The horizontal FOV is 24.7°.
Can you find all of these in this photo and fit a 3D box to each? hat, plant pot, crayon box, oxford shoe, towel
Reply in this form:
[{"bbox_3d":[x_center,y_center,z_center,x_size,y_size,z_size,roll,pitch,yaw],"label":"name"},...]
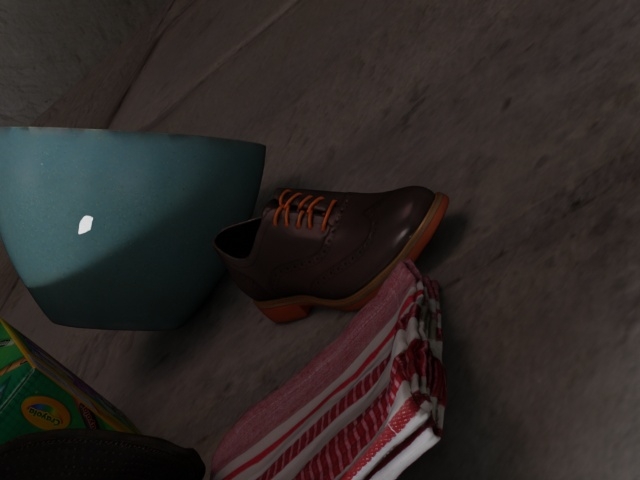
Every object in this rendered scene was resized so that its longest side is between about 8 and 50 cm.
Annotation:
[{"bbox_3d":[-0.213,0.278,1.059,0.331,0.331,0.134,-42,58,19],"label":"hat"},{"bbox_3d":[-0.206,-0.009,1.511,0.290,0.290,0.196,-175,88,-67],"label":"plant pot"},{"bbox_3d":[-0.243,0.168,1.345,0.081,0.165,0.278,-51,19,-7],"label":"crayon box"},{"bbox_3d":[0.000,0.000,1.237,0.271,0.098,0.097,-24,30,50],"label":"oxford shoe"},{"bbox_3d":[-0.010,0.137,0.991,0.237,0.037,0.329,-45,7,11],"label":"towel"}]
